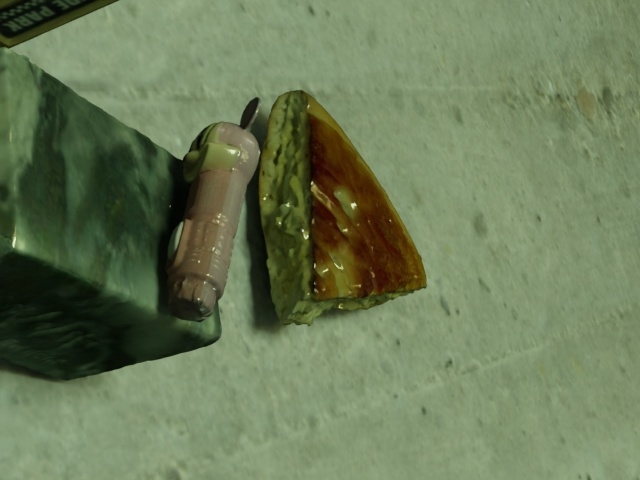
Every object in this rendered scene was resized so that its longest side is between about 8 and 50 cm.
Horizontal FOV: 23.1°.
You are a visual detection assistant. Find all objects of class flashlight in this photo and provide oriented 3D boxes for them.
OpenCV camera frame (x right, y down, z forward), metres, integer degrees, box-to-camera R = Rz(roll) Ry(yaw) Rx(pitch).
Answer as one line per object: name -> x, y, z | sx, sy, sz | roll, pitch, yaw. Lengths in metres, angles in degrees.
flashlight -> -0.049, -0.014, 0.678 | 0.031, 0.052, 0.110 | 26, 49, -18

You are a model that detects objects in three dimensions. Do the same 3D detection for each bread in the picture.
bread -> -0.001, -0.022, 0.915 | 0.154, 0.054, 0.136 | -11, 84, -64

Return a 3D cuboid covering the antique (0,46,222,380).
antique -> -0.122, -0.006, 0.650 | 0.183, 0.088, 0.086 | 33, 45, -62

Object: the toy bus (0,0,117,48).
toy bus -> -0.173, -0.268, 0.672 | 0.202, 0.177, 0.365 | 32, 46, -53
